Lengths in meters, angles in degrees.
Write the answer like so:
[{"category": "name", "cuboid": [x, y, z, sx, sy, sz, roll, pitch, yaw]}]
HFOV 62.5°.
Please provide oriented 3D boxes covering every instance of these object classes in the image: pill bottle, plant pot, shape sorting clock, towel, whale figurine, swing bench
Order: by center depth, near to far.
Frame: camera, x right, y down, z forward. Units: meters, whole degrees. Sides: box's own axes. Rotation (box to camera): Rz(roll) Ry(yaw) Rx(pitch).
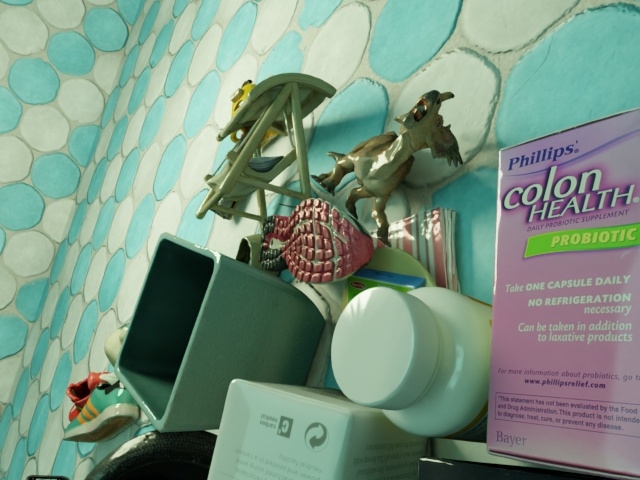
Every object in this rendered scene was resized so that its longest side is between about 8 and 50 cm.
[{"category": "pill bottle", "cuboid": [0.133, 0.123, 0.515, 0.136, 0.245, 0.137, -27, 53, 43]}, {"category": "shape sorting clock", "cuboid": [0.093, 0.112, 0.715, 0.206, 0.040, 0.206, 8, 100, 56]}, {"category": "towel", "cuboid": [0.116, 0.043, 0.766, 0.197, 0.029, 0.144, -21, 60, 46]}, {"category": "plant pot", "cuboid": [-0.143, 0.154, 0.853, 0.247, 0.252, 0.247, 14, 84, 54]}, {"category": "swing bench", "cuboid": [-0.112, -0.163, 0.996, 0.253, 0.165, 0.255, 161, 121, -65]}, {"category": "whale figurine", "cuboid": [-0.363, 0.265, 1.178, 0.272, 0.216, 0.141, 2, 33, 46]}]

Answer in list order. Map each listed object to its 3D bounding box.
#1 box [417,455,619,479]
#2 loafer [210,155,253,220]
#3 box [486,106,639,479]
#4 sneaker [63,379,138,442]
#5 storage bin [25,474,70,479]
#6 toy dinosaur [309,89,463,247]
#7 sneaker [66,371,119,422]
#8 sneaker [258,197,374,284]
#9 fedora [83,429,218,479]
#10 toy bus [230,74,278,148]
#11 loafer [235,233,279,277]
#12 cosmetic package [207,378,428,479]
[{"category": "box", "cuboid": [0.225, 0.321, 0.355, 0.296, 0.182, 0.294, -17, 59, 49]}, {"category": "loafer", "cuboid": [-0.188, -0.124, 1.224, 0.061, 0.062, 0.170, 38, 99, 13]}, {"category": "box", "cuboid": [0.248, 0.059, 0.426, 0.117, 0.213, 0.243, -14, 62, 49]}, {"category": "sneaker", "cuboid": [-0.576, 0.452, 1.401, 0.302, 0.108, 0.121, -32, 49, 30]}, {"category": "storage bin", "cuboid": [-0.770, 0.748, 1.485, 0.180, 0.122, 0.084, 18, 88, 54]}, {"category": "toy dinosaur", "cuboid": [0.102, -0.122, 0.785, 0.200, 0.127, 0.296, -48, 17, 3]}, {"category": "sneaker", "cuboid": [-0.670, 0.441, 1.508, 0.279, 0.118, 0.107, -43, 43, 32]}, {"category": "sneaker", "cuboid": [0.000, 0.000, 0.811, 0.299, 0.111, 0.121, -173, 88, -66]}, {"category": "fedora", "cuboid": [-0.191, 0.429, 0.752, 0.152, 0.333, 0.334, 129, 152, -74]}, {"category": "toy bus", "cuboid": [-0.156, -0.310, 1.219, 0.202, 0.104, 0.191, 34, 101, 53]}, {"category": "loafer", "cuboid": [-0.155, 0.105, 1.027, 0.102, 0.092, 0.269, 15, 86, 54]}, {"category": "cosmetic package", "cuboid": [-0.024, 0.398, 0.573, 0.161, 0.230, 0.454, 4, 75, 33]}]
